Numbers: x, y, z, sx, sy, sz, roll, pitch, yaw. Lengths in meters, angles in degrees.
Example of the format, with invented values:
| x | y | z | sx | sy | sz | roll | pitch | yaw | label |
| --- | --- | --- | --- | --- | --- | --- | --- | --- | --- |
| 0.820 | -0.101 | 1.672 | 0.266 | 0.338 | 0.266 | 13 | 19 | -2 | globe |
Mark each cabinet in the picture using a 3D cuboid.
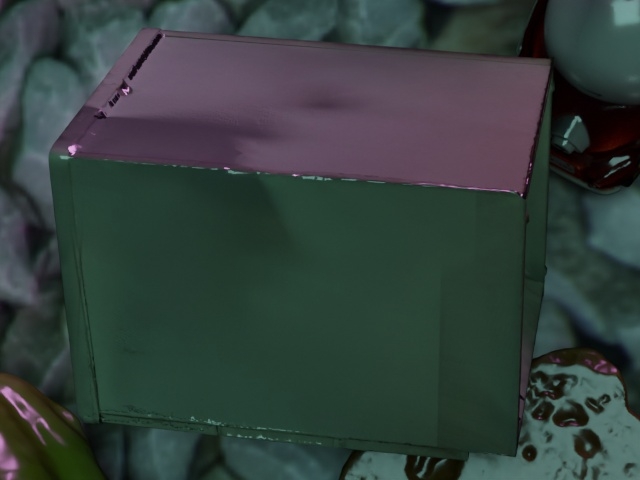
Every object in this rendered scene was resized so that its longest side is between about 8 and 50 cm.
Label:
| x | y | z | sx | sy | sz | roll | pitch | yaw | label |
| --- | --- | --- | --- | --- | --- | --- | --- | --- | --- |
| 0.000 | 0.000 | 0.810 | 0.206 | 0.145 | 0.150 | 5 | 120 | 11 | cabinet |

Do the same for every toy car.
| x | y | z | sx | sy | sz | roll | pitch | yaw | label |
| --- | --- | --- | --- | --- | --- | --- | --- | --- | --- |
| 0.150 | -0.100 | 0.845 | 0.112 | 0.112 | 0.139 | 29 | 85 | 14 | toy car |

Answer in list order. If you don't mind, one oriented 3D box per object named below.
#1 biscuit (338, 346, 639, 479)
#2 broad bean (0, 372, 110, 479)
| x | y | z | sx | sy | sz | roll | pitch | yaw | label |
| --- | --- | --- | --- | --- | --- | --- | --- | --- | --- |
| 0.104 | 0.168 | 0.836 | 0.290 | 0.041 | 0.208 | -34 | 80 | 3 | biscuit |
| -0.242 | 0.160 | 0.863 | 0.291 | 0.119 | 0.238 | 4 | 80 | 12 | broad bean |
